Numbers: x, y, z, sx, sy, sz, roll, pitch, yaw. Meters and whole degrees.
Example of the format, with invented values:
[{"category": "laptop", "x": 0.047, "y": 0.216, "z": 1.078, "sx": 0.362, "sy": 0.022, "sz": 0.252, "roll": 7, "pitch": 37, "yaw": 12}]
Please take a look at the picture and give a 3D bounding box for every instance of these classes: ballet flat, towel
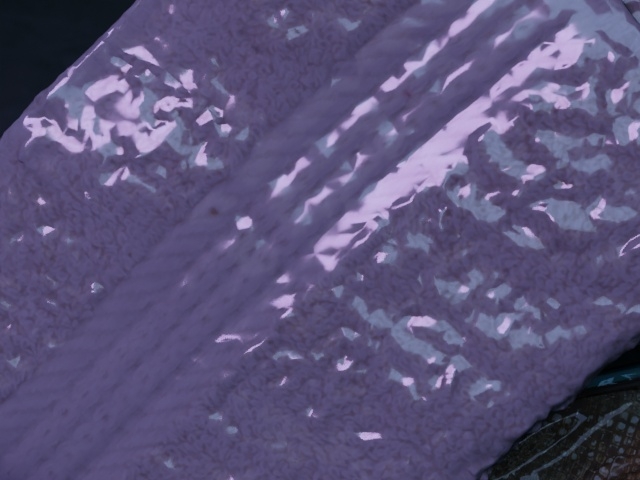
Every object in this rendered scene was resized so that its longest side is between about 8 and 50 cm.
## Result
[{"category": "ballet flat", "x": 0.040, "y": 0.091, "z": 0.701, "sx": 0.206, "sy": 0.073, "sz": 0.067, "roll": -11, "pitch": 86, "yaw": 2}, {"category": "towel", "x": 0.000, "y": 0.000, "z": 0.634, "sx": 0.282, "sy": 0.049, "sz": 0.187, "roll": -44, "pitch": 88, "yaw": 10}]
